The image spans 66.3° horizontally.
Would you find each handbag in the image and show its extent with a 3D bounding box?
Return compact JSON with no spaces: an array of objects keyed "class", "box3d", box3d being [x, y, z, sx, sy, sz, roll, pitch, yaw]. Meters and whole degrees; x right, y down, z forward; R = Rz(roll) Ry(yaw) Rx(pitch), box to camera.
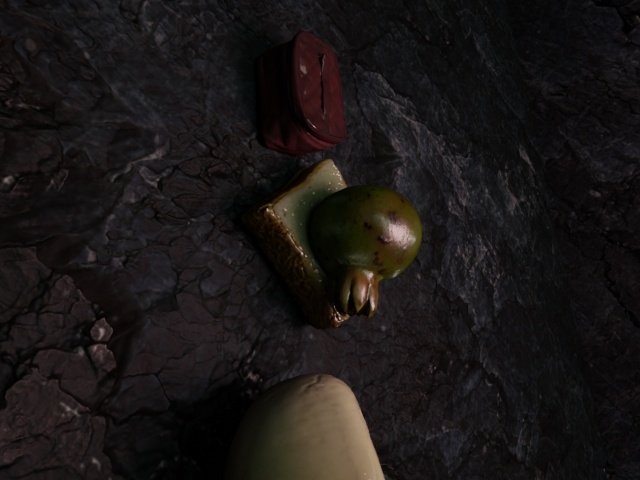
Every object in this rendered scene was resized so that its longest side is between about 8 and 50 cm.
[{"class":"handbag","box3d":[-0.035,-0.285,0.967,0.147,0.136,0.224,9,72,-50]}]

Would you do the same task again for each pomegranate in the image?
[{"class":"pomegranate","box3d":[0.082,0.001,0.862,0.241,0.159,0.189,-47,112,-40]}]

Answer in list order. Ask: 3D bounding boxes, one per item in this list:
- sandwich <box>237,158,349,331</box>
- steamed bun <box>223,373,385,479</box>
[{"class":"sandwich","box3d":[0.001,0.000,0.963,0.273,0.095,0.249,59,42,-16]},{"class":"steamed bun","box3d":[-0.023,0.368,0.722,0.311,0.233,0.333,-112,-172,-47]}]
